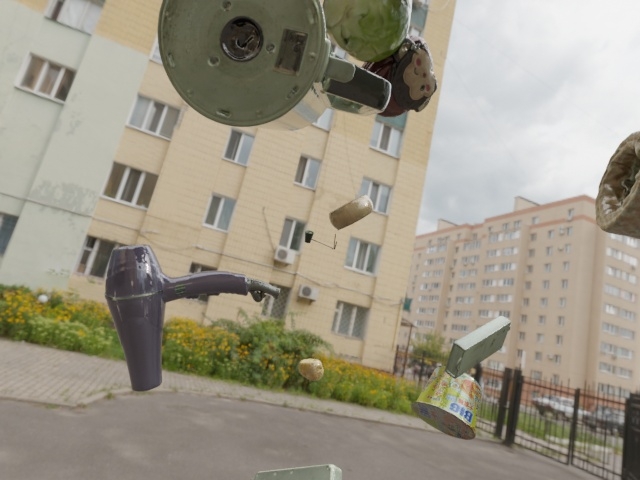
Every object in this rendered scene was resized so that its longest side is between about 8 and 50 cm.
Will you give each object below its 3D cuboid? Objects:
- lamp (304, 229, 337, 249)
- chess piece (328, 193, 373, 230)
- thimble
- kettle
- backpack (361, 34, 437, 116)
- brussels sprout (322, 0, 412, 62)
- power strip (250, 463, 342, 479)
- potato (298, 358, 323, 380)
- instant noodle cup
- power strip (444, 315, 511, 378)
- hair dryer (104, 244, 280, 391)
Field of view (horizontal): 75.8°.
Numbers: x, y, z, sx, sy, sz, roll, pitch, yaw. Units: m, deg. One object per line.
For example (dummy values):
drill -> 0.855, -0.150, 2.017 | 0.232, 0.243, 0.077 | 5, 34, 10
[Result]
lamp -> -0.001, 0.000, 1.461 | 0.121, 0.054, 0.041 | 8, 22, -13
chess piece -> 0.056, -0.051, 0.747 | 0.083, 0.038, 0.083 | -29, 2, 1
thimble -> 0.620, -0.099, 0.751 | 0.148, 0.196, 0.229 | 12, -17, 16
kettle -> -0.044, -0.317, 0.767 | 0.360, 0.250, 0.377 | 13, 12, 4
backpack -> 0.209, -0.450, 1.145 | 0.229, 0.229, 0.139 | 23, 25, -35
brussels sprout -> 0.112, -0.547, 0.966 | 0.243, 0.244, 0.244 | 13, -13, 3
power strip -> -0.065, 0.606, 0.973 | 0.270, 0.118, 0.046 | -22, -50, 27
potato -> -0.029, 0.408, 1.306 | 0.083, 0.068, 0.062 | 9, -53, -4
instant noodle cup -> 0.412, 0.508, 1.300 | 0.204, 0.153, 0.205 | 26, -33, 19
power strip -> 0.212, 0.136, 0.541 | 0.136, 0.051, 0.019 | -14, 31, -37
hair dryer -> -0.263, 0.148, 0.891 | 0.360, 0.302, 0.121 | -6, 4, -12
